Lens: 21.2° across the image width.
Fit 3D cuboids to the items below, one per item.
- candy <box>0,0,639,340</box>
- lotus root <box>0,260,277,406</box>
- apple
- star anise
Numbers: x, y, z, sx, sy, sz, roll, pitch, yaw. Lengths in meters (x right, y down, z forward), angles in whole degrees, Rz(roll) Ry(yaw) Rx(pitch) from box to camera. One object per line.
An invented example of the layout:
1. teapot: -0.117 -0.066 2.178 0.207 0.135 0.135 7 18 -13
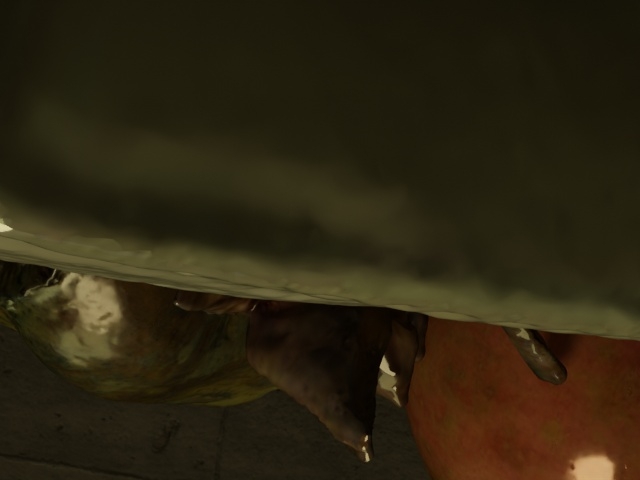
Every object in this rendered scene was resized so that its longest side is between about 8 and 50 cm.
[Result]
1. candy: -0.011 -0.054 0.525 0.359 0.145 0.208 10 177 -43
2. lotus root: -0.125 -0.003 1.253 0.250 0.250 0.346 8 177 28
3. apple: 0.237 0.109 1.312 0.364 0.364 0.364 8 178 0
4. star anise: -0.002 0.002 1.052 0.349 0.109 0.292 43 -145 4
